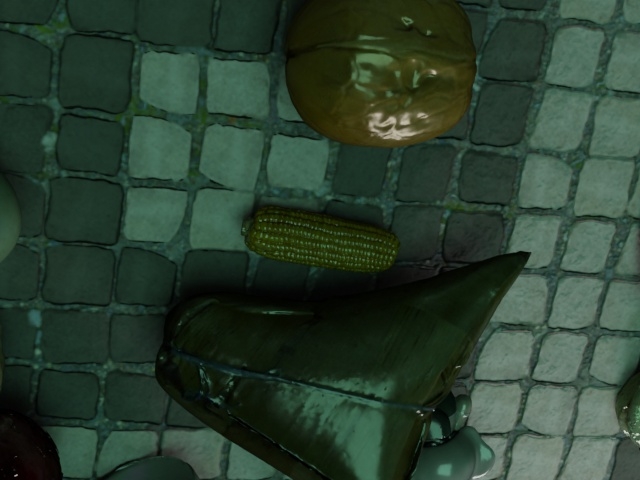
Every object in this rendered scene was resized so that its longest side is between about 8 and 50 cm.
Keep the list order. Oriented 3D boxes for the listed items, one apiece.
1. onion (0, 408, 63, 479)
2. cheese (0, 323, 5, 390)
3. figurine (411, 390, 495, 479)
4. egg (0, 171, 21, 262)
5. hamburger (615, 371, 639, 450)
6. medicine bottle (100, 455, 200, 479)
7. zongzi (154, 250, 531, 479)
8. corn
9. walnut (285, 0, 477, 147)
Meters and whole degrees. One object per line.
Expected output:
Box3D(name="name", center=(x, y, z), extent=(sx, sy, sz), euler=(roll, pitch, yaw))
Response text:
Box3D(name="onion", center=(-0.433, 0.297, 1.317), extent=(0.219, 0.252, 0.252), euler=(40, 100, 12))
Box3D(name="cheese", center=(-0.494, 0.162, 1.272), extent=(0.262, 0.159, 0.093), euler=(-9, 118, -9))
Box3D(name="figurine", center=(0.152, 0.267, 1.481), extent=(0.147, 0.126, 0.193), euler=(-13, 99, -1))
Box3D(name="egg", center=(-0.422, -0.035, 1.214), extent=(0.192, 0.149, 0.149), euler=(22, 105, -21))
Box3D(name="hamburger", center=(0.491, 0.241, 1.589), extent=(0.140, 0.062, 0.133), euler=(20, 104, -18))
Box3D(name="medicine bottle", center=(-0.178, 0.464, 1.452), extent=(0.189, 0.190, 0.332), euler=(-25, 115, -2))
Box3D(name="zongzi", center=(0.015, 0.098, 1.362), extent=(0.356, 0.174, 0.393), euler=(31, 89, -2))
Box3D(name="corn", center=(0.000, 0.000, 1.374), extent=(0.207, 0.068, 0.068), euler=(9, 109, -19))
Box3D(name="walnut", center=(0.067, -0.200, 1.251), extent=(0.225, 0.193, 0.193), euler=(-8, 114, -20))
